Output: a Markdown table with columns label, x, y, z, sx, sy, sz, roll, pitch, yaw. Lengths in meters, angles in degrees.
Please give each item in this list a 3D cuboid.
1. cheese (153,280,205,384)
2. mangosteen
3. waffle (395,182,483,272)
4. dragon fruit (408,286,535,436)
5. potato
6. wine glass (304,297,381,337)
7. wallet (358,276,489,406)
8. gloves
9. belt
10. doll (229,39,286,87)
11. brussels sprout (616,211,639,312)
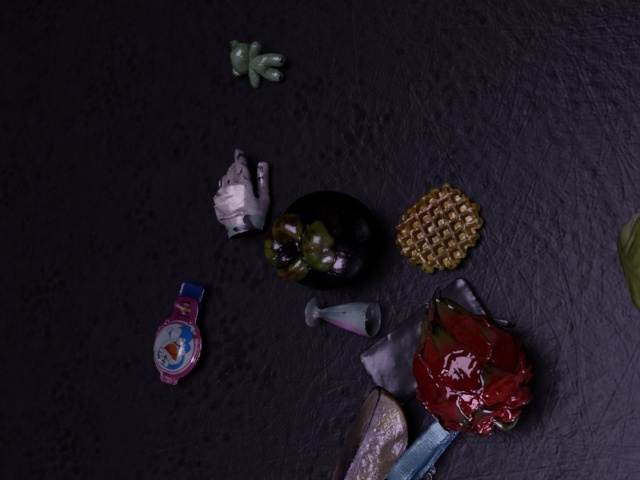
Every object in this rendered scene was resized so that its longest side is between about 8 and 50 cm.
| label | x | y | z | sx | sy | sz | roll | pitch | yaw |
| --- | --- | --- | --- | --- | --- | --- | --- | --- | --- |
| cheese | -0.330 | 0.216 | 2.128 | 0.155 | 0.062 | 0.244 | 12 | 85 | 36 |
| mangosteen | 0.000 | 0.000 | 1.868 | 0.243 | 0.243 | 0.243 | -8 | 74 | 31 |
| waffle | 0.240 | -0.022 | 1.838 | 0.191 | 0.038 | 0.191 | -8 | 74 | 30 |
| dragon fruit | 0.257 | 0.223 | 1.657 | 0.234 | 0.234 | 0.293 | -45 | 68 | 15 |
| potato | 0.109 | 0.407 | 1.803 | 0.100 | 0.120 | 0.261 | 22 | 102 | -5 |
| wine glass | 0.047 | 0.161 | 1.900 | 0.155 | 0.073 | 0.073 | 2 | 79 | 35 |
| wallet | 0.213 | 0.208 | 1.807 | 0.285 | 0.030 | 0.146 | -40 | 64 | 19 |
| gloves | -0.185 | -0.115 | 2.092 | 0.127 | 0.111 | 0.212 | -20 | 76 | 32 |
| belt | 0.207 | 0.411 | 1.745 | 0.179 | 0.100 | 0.065 | -47 | 57 | -3 |
| doll | -0.147 | -0.425 | 2.168 | 0.150 | 0.077 | 0.115 | 22 | 129 | 24 |
| brussels sprout | 0.606 | 0.044 | 1.487 | 0.244 | 0.244 | 0.244 | -8 | 74 | 31 |
